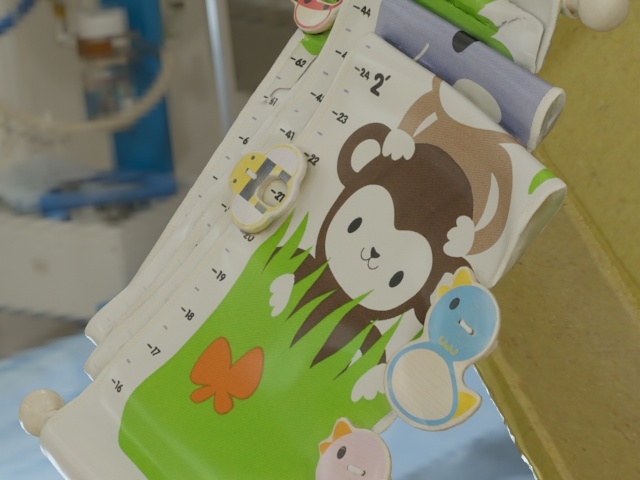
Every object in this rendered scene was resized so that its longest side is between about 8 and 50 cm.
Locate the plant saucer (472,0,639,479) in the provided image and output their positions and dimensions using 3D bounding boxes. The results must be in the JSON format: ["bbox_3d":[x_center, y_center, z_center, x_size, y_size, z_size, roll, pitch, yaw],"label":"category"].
[{"bbox_3d":[0.172,-0.084,0.672,0.081,0.333,0.333,30,23,-37],"label":"plant saucer"}]

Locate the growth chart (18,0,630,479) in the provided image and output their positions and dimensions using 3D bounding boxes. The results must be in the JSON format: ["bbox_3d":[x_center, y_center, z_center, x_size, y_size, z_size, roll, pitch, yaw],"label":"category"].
[{"bbox_3d":[0.000,0.000,0.600,0.172,0.237,0.021,24,-10,47],"label":"growth chart"}]
